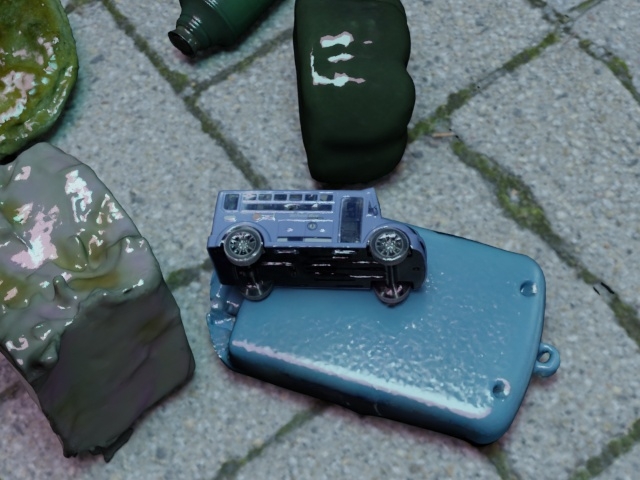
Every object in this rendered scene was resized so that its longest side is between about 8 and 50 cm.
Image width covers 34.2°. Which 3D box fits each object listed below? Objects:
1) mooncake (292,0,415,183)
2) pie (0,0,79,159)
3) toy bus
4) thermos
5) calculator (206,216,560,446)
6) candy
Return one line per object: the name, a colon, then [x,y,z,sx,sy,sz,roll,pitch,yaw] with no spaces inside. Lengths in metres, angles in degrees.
mooncake: [0.027,-0.138,0.919,0.104,0.168,0.175,-2,94,-7]
pie: [-0.394,-0.175,1.001,0.323,0.070,0.323,-2,60,4]
toy bus: [0.000,0.000,0.812,0.167,0.073,0.076,1,60,6]
thermos: [-0.072,-0.253,1.007,0.073,0.083,0.188,41,73,-1]
calculator: [0.051,0.059,0.848,0.293,0.051,0.173,15,63,12]
candy: [-0.194,0.053,0.800,0.137,0.195,0.185,-34,60,-18]
